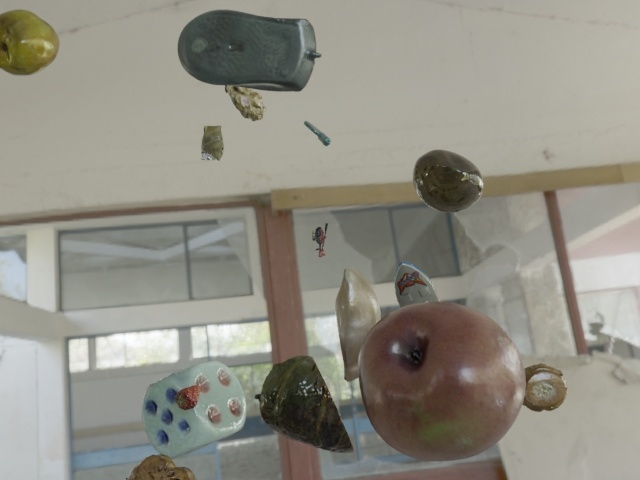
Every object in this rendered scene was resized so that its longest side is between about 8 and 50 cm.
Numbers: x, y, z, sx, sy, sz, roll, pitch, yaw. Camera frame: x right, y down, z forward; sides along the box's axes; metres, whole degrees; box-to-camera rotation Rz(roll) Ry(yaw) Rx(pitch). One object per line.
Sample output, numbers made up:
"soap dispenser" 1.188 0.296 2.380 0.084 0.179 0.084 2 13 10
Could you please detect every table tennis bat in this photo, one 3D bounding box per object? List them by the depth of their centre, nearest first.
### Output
"table tennis bat" -0.004 -0.418 2.478 0.124 0.201 0.033 31 -77 -31

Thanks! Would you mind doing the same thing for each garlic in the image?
"garlic" 0.082 0.211 1.452 0.112 0.143 0.318 2 -54 -5

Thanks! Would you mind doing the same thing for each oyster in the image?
"oyster" -0.219 -0.444 1.946 0.081 0.163 0.191 -21 -6 14

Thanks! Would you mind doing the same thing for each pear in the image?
"pear" -0.880 -0.584 1.855 0.199 0.200 0.200 -7 -13 -2

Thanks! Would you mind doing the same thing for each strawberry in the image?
"strawberry" -0.402 0.483 1.935 0.073 0.073 0.083 -17 8 37

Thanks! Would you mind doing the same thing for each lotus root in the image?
"lotus root" -0.387 0.644 1.571 0.193 0.193 0.291 -3 -37 -17

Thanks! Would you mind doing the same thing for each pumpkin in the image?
"pumpkin" -0.035 0.412 1.417 0.163 0.279 0.111 -25 17 -11

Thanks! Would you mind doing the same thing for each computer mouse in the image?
"computer mouse" -0.172 -0.472 1.581 0.370 0.188 0.122 8 3 12

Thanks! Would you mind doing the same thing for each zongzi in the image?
"zongzi" -0.476 -0.376 2.800 0.094 0.205 0.205 -7 -30 -22

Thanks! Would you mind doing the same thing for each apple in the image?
"apple" 0.200 0.242 1.103 0.305 0.306 0.235 -16 -39 34

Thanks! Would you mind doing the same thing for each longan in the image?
"longan" 0.447 -0.206 2.186 0.245 0.215 0.246 7 -9 1

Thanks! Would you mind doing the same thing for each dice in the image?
"dice" -0.437 0.588 2.184 0.264 0.263 0.268 -31 -14 27

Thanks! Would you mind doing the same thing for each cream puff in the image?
"cream puff" 0.692 0.465 1.982 0.165 0.150 0.115 20 -3 1

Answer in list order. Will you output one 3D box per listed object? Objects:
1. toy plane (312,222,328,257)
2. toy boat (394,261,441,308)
"toy plane" 0.000 0.000 2.585 0.060 0.145 0.037 -9 16 -39
"toy boat" 0.306 0.181 1.997 0.129 0.088 0.295 -19 -59 13
